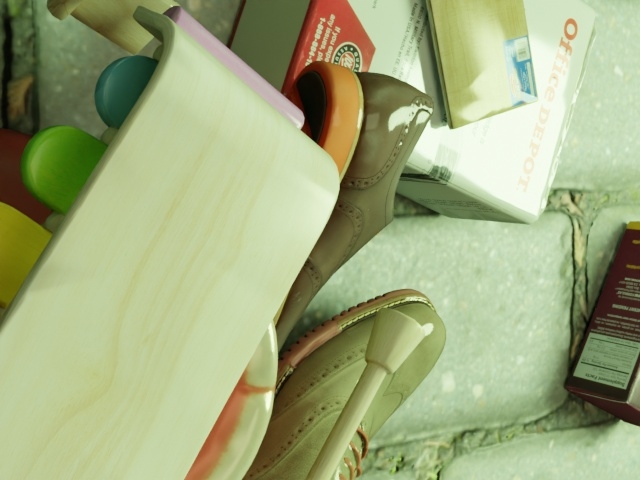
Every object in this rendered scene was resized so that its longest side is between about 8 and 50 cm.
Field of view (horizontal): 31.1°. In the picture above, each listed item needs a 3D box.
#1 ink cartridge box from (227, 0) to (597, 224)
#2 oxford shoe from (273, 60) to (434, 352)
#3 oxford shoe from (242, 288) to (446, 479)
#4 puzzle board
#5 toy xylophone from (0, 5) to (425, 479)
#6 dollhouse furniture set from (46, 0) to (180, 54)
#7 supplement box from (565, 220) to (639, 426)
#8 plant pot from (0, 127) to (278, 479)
[{"bbox_3d":[0.075,-0.148,0.924,0.272,0.114,0.197,23,81,-33],"label":"ink cartridge box"},{"bbox_3d":[0.000,0.000,0.830,0.098,0.097,0.271,4,132,-27],"label":"oxford shoe"},{"bbox_3d":[-0.004,0.177,0.879,0.348,0.130,0.123,-44,135,-21],"label":"oxford shoe"},{"bbox_3d":[0.122,-0.158,0.879,0.096,0.011,0.128,-21,106,-34],"label":"puzzle board"},{"bbox_3d":[-0.085,0.059,0.551,0.236,0.081,0.323,47,68,-29],"label":"toy xylophone"},{"bbox_3d":[-0.060,-0.340,0.654,0.173,0.355,0.303,31,38,-35],"label":"dollhouse furniture set"},{"bbox_3d":[0.336,0.088,1.155,0.104,0.080,0.188,30,78,-34],"label":"supplement box"},{"bbox_3d":[-0.170,0.065,0.692,0.274,0.243,0.275,-5,98,-35],"label":"plant pot"}]
